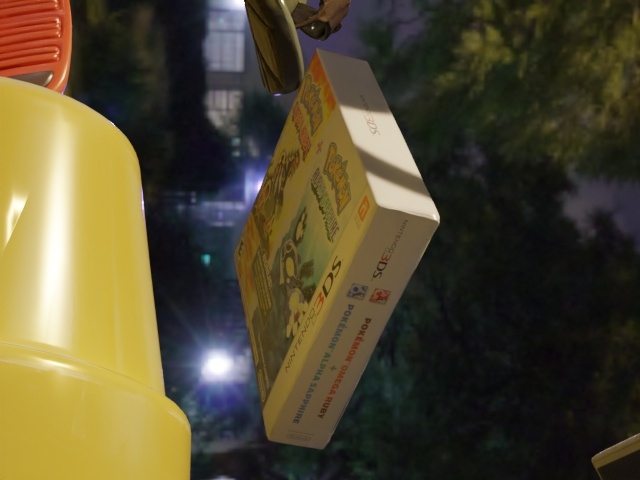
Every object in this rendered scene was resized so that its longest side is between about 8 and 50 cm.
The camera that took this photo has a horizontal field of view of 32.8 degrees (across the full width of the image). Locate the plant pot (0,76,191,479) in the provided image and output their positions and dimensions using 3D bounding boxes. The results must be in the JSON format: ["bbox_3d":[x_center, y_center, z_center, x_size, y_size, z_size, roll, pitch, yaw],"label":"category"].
[{"bbox_3d":[-0.189,0.053,0.581,0.254,0.254,0.239,108,-14,-64],"label":"plant pot"}]

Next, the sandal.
[{"bbox_3d":[-0.018,-0.225,0.927,0.302,0.086,0.120,-84,164,-58],"label":"sandal"}]

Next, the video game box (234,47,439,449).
[{"bbox_3d":[0.000,0.000,0.721,0.205,0.048,0.187,-107,-143,-54],"label":"video game box"}]

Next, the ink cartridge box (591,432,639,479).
[{"bbox_3d":[0.298,0.071,0.608,0.223,0.224,0.045,-42,-110,46],"label":"ink cartridge box"}]

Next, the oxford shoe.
[{"bbox_3d":[-0.223,-0.134,0.728,0.271,0.097,0.098,-125,-150,-46],"label":"oxford shoe"}]
